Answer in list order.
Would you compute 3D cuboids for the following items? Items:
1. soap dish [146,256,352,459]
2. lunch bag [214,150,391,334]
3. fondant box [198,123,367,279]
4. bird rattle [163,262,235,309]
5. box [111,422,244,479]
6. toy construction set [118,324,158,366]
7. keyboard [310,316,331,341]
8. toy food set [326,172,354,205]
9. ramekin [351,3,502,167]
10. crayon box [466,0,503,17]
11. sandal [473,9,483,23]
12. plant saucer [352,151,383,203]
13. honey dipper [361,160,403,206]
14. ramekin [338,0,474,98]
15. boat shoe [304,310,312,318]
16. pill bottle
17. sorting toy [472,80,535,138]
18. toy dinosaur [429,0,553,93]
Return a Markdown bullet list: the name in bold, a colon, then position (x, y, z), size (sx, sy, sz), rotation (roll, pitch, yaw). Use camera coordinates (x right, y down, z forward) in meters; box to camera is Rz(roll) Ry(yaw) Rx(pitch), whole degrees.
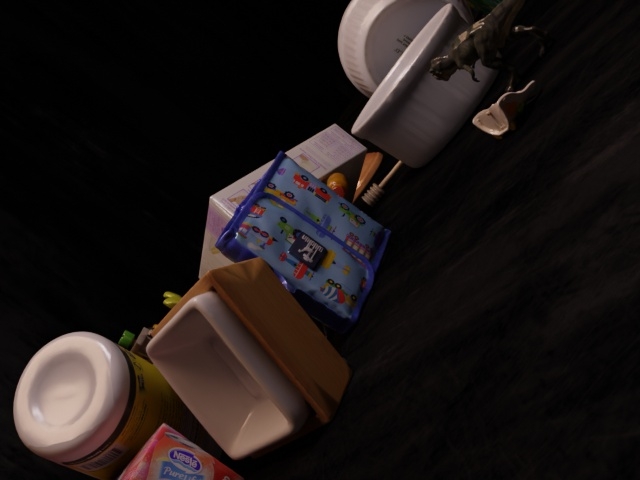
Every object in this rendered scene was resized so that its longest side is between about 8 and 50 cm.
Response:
- **soap dish**: position (-0.095, 0.157, 1.388), size (0.118, 0.229, 0.291), rotation (-38, -2, -30)
- **lunch bag**: position (-0.035, 0.023, 1.586), size (0.138, 0.221, 0.293), rotation (-51, 7, 24)
- **fondant box**: position (-0.072, -0.051, 2.053), size (0.330, 0.096, 0.238), rotation (-35, -25, -34)
- **bird rattle**: position (-0.124, 0.138, 1.626), size (0.253, 0.207, 0.143), rotation (-18, -40, -42)
- **box**: position (-0.253, 0.408, 1.484), size (0.300, 0.142, 0.154), rotation (-48, 9, 38)
- **toy construction set**: position (-0.342, 0.303, 2.241), size (0.257, 0.237, 0.309), rotation (-54, 7, -5)
- **keyboard**: position (-0.039, 0.189, 1.652), size (0.192, 0.038, 0.100), rotation (-49, 31, 24)
- **toy food set**: position (0.000, 0.000, 1.945), size (0.232, 0.111, 0.104), rotation (-53, 7, 11)
- **ramekin**: position (0.188, -0.257, 1.853), size (0.277, 0.135, 0.277), rotation (-53, 7, 10)
- **crayon box**: position (0.386, -0.554, 2.225), size (0.165, 0.081, 0.278), rotation (-53, 7, 6)
- **sandal**: position (0.320, -0.432, 2.245), size (0.067, 0.040, 0.179), rotation (-50, 5, 36)
- **plant saucer**: position (0.069, -0.124, 2.432), size (0.200, 0.037, 0.200), rotation (-53, 6, 8)
- **honey dipper**: position (0.140, -0.131, 2.022), size (0.160, 0.030, 0.030), rotation (-48, 7, 11)
- **ramekin**: position (0.176, -0.376, 2.057), size (0.273, 0.273, 0.127), rotation (-52, 18, 12)
- **boat shoe**: position (-0.094, 0.198, 1.752), size (0.228, 0.081, 0.068), rotation (-45, 5, 12)
- **pill bottle**: position (-0.290, 0.276, 1.630), size (0.188, 0.188, 0.334), rotation (-55, -35, -6)
- **sorting toy**: position (0.252, -0.179, 1.420), size (0.075, 0.045, 0.083), rotation (-48, 4, -18)
- **toy dinosaur**: position (0.262, -0.288, 1.560), size (0.268, 0.118, 0.064), rotation (-47, 10, 44)
